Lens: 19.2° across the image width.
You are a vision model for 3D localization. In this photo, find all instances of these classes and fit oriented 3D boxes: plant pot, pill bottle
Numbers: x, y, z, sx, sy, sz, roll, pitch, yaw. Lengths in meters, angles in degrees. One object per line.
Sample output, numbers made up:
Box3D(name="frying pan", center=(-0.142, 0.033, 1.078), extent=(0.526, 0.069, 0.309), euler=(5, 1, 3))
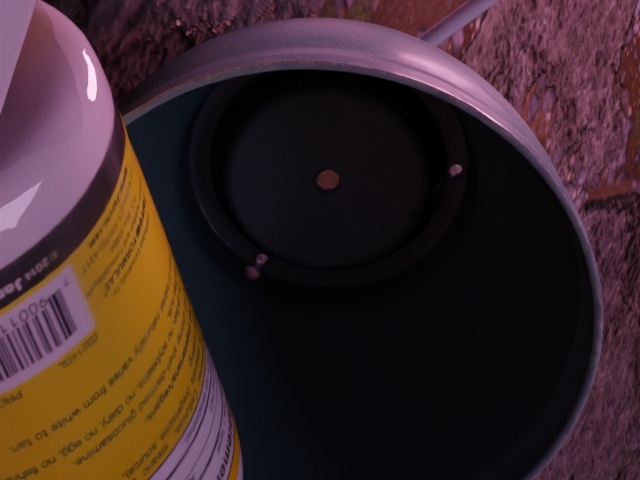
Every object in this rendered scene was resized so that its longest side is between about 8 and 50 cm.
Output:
Box3D(name="plant pot", center=(0.000, 0.000, 1.031), extent=(0.196, 0.293, 0.293), euler=(-83, 171, -62))
Box3D(name="pill bottle", center=(-0.142, 0.069, 0.841), extent=(0.188, 0.188, 0.334), euler=(-56, 145, -36))

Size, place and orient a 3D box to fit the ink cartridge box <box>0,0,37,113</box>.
Box3D(name="ink cartridge box", center=(-0.253, -0.016, 0.493), extent=(0.166, 0.285, 0.395), euler=(29, 74, -60))

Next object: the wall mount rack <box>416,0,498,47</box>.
Box3D(name="wall mount rack", center=(0.065, -0.245, 1.188), extent=(0.350, 0.130, 0.304), euler=(55, 50, -55))
